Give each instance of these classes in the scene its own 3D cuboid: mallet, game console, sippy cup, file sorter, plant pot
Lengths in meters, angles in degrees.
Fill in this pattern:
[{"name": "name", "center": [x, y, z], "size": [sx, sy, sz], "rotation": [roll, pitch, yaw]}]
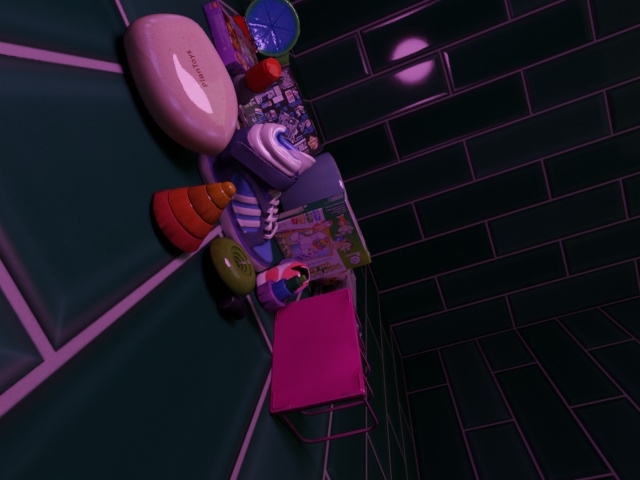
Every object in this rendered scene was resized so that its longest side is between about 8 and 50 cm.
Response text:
[{"name": "mallet", "center": [-0.179, 0.076, 0.860], "size": [0.190, 0.039, 0.062], "rotation": [-102, 166, -46]}, {"name": "game console", "center": [-0.308, -0.790, 1.635], "size": [0.124, 0.085, 0.144], "rotation": [22, -43, 63]}, {"name": "sippy cup", "center": [-0.216, -0.928, 1.816], "size": [0.224, 0.239, 0.306], "rotation": [-109, -145, -62]}, {"name": "file sorter", "center": [0.012, 0.300, 1.008], "size": [0.291, 0.201, 0.182], "rotation": [-94, 165, -51]}, {"name": "plant pot", "center": [-0.032, -0.122, 1.380], "size": [0.290, 0.195, 0.291], "rotation": [163, -90, -85]}]

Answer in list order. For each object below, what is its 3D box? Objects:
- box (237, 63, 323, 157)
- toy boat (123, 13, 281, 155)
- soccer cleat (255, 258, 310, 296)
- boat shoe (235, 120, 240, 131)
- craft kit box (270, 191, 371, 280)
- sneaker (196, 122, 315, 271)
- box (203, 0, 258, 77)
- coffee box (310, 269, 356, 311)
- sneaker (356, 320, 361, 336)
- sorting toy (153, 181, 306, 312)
[{"name": "box", "center": [-0.139, -0.357, 1.282], "size": [0.295, 0.073, 0.294], "rotation": [-45, 120, -45]}, {"name": "toy boat", "center": [-0.225, -0.308, 0.848], "size": [0.318, 0.148, 0.268], "rotation": [-29, 102, -45]}, {"name": "soccer cleat", "center": [-0.071, 0.099, 1.120], "size": [0.318, 0.116, 0.109], "rotation": [-16, 88, -79]}, {"name": "boat shoe", "center": [-0.228, -0.239, 1.053], "size": [0.233, 0.083, 0.079], "rotation": [63, 47, -64]}, {"name": "craft kit box", "center": [0.000, 0.000, 1.282], "size": [0.061, 0.249, 0.247], "rotation": [-91, 159, -52]}, {"name": "sneaker", "center": [-0.108, -0.098, 0.942], "size": [0.130, 0.236, 0.323], "rotation": [-80, 150, -67]}, {"name": "box", "center": [-0.279, -0.639, 1.421], "size": [0.293, 0.057, 0.201], "rotation": [-12, 85, -79]}, {"name": "coffee box", "center": [0.051, 0.178, 1.527], "size": [0.247, 0.141, 0.098], "rotation": [-79, 149, -66]}, {"name": "sneaker", "center": [0.105, 0.311, 1.574], "size": [0.275, 0.106, 0.110], "rotation": [24, 80, -76]}, {"name": "sorting toy", "center": [-0.139, 0.011, 0.792], "size": [0.366, 0.126, 0.127], "rotation": [50, 15, -41]}]
